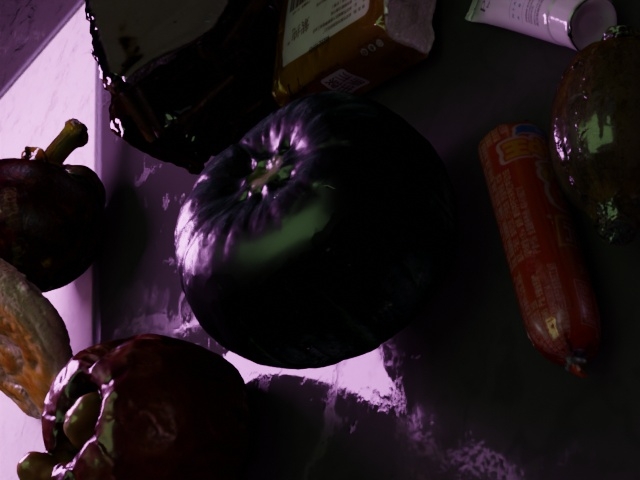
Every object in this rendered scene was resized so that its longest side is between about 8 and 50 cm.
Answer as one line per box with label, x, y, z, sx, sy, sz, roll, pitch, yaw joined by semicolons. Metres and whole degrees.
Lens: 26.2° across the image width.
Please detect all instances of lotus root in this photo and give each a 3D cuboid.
lotus root;0.259;-0.094;1.222;0.120;0.120;0.209;-20;57;49

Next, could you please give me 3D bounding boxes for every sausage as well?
sausage;0.206;0.012;1.274;0.074;0.074;0.274;-41;43;37

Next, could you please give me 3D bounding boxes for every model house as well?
model house;-0.142;-0.225;1.784;0.297;0.282;0.317;-20;45;-6

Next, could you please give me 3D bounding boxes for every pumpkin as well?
pumpkin;0.000;0.000;1.441;0.315;0.238;0.315;-25;43;27

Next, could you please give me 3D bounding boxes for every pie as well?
pie;-0.479;0.126;2.023;0.337;0.337;0.075;-11;28;52

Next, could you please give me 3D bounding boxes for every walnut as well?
walnut;-0.203;0.236;1.583;0.244;0.269;0.222;-54;51;17

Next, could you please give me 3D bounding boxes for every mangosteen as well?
mangosteen;-0.434;-0.056;2.101;0.231;0.231;0.289;-25;41;47

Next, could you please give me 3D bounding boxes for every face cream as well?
face cream;0.220;-0.246;1.412;0.092;0.058;0.244;-68;27;12

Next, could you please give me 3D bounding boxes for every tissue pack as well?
tissue pack;0.040;-0.265;1.640;0.226;0.092;0.183;-22;56;47
